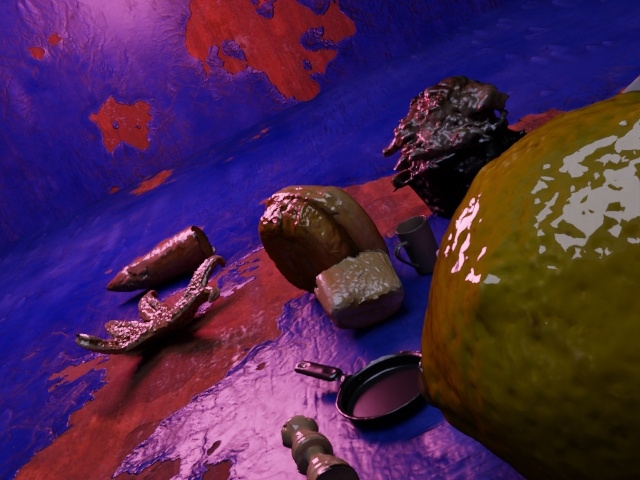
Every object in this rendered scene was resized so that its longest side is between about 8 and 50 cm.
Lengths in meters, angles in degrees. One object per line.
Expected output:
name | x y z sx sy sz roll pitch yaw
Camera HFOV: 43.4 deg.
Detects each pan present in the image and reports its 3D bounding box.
pan | 0.051 0.187 1.057 0.235 0.028 0.136 2 34 48

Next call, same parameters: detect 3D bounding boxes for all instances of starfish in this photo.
starfish | -0.316 0.144 1.523 0.375 0.094 0.327 -21 9 33

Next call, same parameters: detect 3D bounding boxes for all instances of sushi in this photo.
sushi | 0.244 -0.172 1.431 0.238 0.218 0.225 -35 17 -23

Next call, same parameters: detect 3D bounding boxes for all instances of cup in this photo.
cup | 0.156 0.013 1.276 0.054 0.083 0.075 -15 23 29

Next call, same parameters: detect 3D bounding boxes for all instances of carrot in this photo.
carrot | -0.369 0.056 1.813 0.263 0.102 0.102 -26 20 7

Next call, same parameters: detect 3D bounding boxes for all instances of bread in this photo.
bread | 0.059 0.082 1.226 0.125 0.082 0.106 -19 46 -5
bread | -0.001 -0.002 1.342 0.236 0.198 0.120 3 42 51

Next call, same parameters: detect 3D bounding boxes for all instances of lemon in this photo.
lemon | 0.257 0.056 0.684 0.387 0.349 0.350 -24 19 27

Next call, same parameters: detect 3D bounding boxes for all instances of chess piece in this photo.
chess piece | -0.008 0.251 0.941 0.060 0.060 0.172 -30 18 -10

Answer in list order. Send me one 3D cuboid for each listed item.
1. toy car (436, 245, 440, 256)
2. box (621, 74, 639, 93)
toy car | 0.225 0.015 1.129 0.080 0.070 0.171 -11 -4 38
box | 0.394 -0.089 1.008 0.341 0.143 0.225 -38 -16 -31
